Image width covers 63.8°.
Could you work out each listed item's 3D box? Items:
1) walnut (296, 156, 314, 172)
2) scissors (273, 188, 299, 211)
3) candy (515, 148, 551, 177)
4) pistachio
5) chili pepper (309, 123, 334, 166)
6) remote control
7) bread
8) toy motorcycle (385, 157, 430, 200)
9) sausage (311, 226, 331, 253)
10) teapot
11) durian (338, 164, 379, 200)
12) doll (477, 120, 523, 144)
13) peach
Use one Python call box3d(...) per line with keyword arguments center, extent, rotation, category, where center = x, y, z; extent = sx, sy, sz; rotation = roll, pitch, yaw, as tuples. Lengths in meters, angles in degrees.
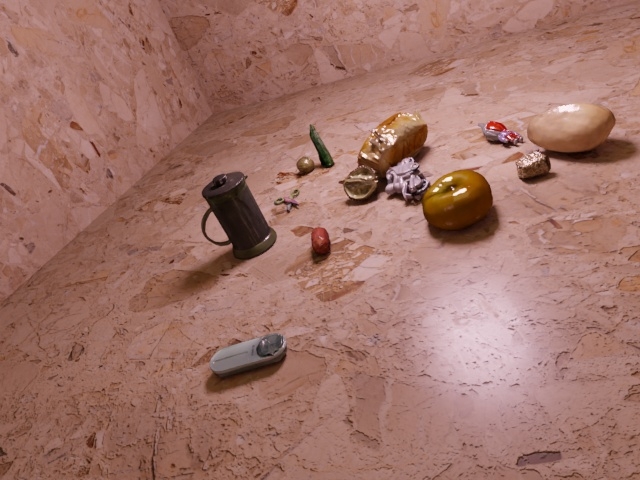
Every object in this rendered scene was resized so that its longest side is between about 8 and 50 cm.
box3d(center=(-0.076, -0.380, 2.589), extent=(0.092, 0.092, 0.092), rotation=(-17, 30, 10), category="walnut")
box3d(center=(-0.143, -0.181, 2.371), extent=(0.133, 0.020, 0.187), rotation=(-28, 28, -2), category="scissors")
box3d(center=(0.756, -0.269, 1.833), extent=(0.110, 0.085, 0.095), rotation=(-24, 20, 7), category="candy")
box3d(center=(0.900, -0.409, 1.853), extent=(0.187, 0.188, 0.299), rotation=(-40, 30, -27), category="pistachio")
box3d(center=(-0.003, -0.469, 2.531), extent=(0.059, 0.227, 0.088), rotation=(-38, 29, -24), category="chili pepper")
box3d(center=(-0.214, 0.345, 1.544), extent=(0.247, 0.052, 0.104), rotation=(-17, 32, 9), category="remote control")
box3d(center=(0.310, -0.414, 2.248), extent=(0.183, 0.236, 0.388), rotation=(27, 44, 32), category="bread")
box3d(center=(0.336, -0.238, 2.064), extent=(0.171, 0.110, 0.260), rotation=(-34, 35, 14), category="toy motorcycle")
box3d(center=(0.000, 0.000, 1.929), extent=(0.076, 0.076, 0.141), rotation=(-19, 31, 7), category="sausage")
box3d(center=(-0.356, -0.098, 2.069), extent=(0.270, 0.337, 0.200), rotation=(-34, 31, -16), category="teapot")
box3d(center=(0.166, -0.238, 2.154), extent=(0.188, 0.149, 0.091), rotation=(5, 4, 22), category="durian")
box3d(center=(0.740, -0.452, 2.142), extent=(0.102, 0.075, 0.227), rotation=(-21, 37, -25), category="doll")
box3d(center=(0.467, -0.136, 1.763), extent=(0.251, 0.153, 0.251), rotation=(-33, 22, 15), category="peach")
